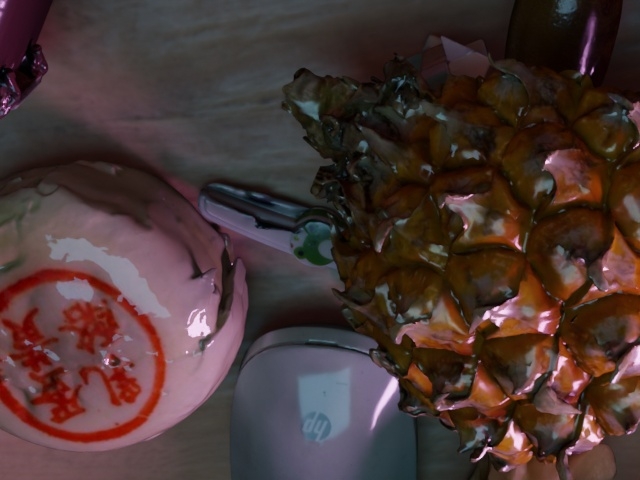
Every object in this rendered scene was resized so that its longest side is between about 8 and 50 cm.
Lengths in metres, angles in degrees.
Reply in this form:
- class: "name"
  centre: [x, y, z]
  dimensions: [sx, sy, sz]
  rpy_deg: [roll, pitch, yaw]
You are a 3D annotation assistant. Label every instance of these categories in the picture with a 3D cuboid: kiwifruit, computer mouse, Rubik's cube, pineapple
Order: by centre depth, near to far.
- class: "pineapple"
  centre: [0.075, 0.025, 0.901]
  dimensions: [0.286, 0.209, 0.344]
  rpy_deg: [29, 140, -11]
- class: "kiwifruit"
  centre: [0.167, -0.144, 0.946]
  dimensions: [0.075, 0.075, 0.124]
  rpy_deg: [10, 125, 4]
- class: "Rubik's cube"
  centre: [0.092, -0.111, 0.975]
  dimensions: [0.075, 0.084, 0.073]
  rpy_deg: [-28, 116, 5]
- class: "computer mouse"
  centre: [0.002, 0.195, 1.153]
  dimensions: [0.160, 0.097, 0.288]
  rpy_deg: [4, 119, 5]

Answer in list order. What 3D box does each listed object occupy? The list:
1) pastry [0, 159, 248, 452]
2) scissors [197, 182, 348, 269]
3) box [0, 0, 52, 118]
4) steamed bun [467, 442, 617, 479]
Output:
- class: "pastry"
  centre: [-0.191, 0.053, 1.087]
  dimensions: [0.265, 0.133, 0.264]
  rpy_deg: [5, 116, 9]
- class: "scissors"
  centre: [0.000, 0.000, 1.081]
  dimensions: [0.204, 0.027, 0.101]
  rpy_deg: [19, 118, -5]
- class: "box"
  centre: [-0.302, -0.222, 0.918]
  dimensions: [0.294, 0.193, 0.167]
  rpy_deg: [28, 114, -7]
- class: "steamed bun"
  centre: [0.155, 0.359, 1.124]
  dimensions: [0.189, 0.247, 0.428]
  rpy_deg: [22, 118, 8]
